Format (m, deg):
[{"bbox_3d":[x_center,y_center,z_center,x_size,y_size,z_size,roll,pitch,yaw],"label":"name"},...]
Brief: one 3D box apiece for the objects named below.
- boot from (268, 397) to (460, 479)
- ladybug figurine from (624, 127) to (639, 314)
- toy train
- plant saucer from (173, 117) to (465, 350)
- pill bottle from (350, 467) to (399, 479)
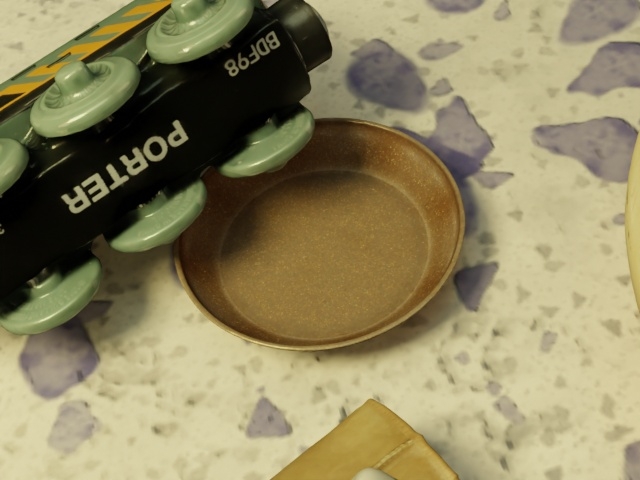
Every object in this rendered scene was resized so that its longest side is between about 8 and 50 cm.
[{"bbox_3d":[-0.066,0.178,0.741,0.269,0.089,0.236,-34,68,-15],"label":"boot"},{"bbox_3d":[0.342,-0.020,0.771,0.305,0.162,0.449,23,59,24],"label":"ladybug figurine"},{"bbox_3d":[-0.154,-0.073,0.890,0.334,0.142,0.190,-36,33,-11],"label":"toy train"},{"bbox_3d":[0.000,0.000,0.894,0.199,0.036,0.198,-4,53,6],"label":"plant saucer"},{"bbox_3d":[0.090,0.226,0.611,0.246,0.136,0.136,31,61,4],"label":"pill bottle"}]
